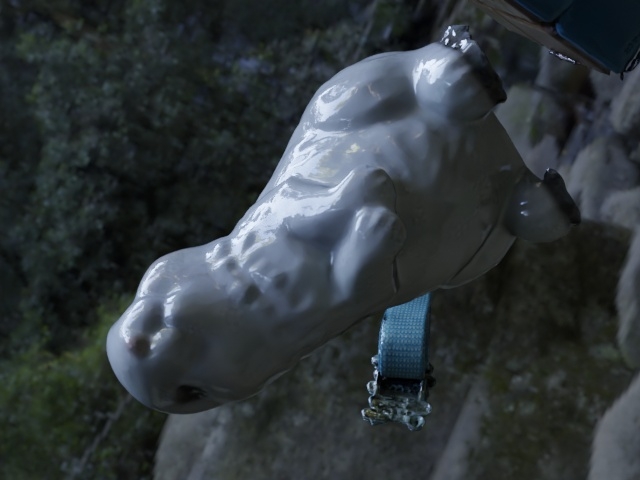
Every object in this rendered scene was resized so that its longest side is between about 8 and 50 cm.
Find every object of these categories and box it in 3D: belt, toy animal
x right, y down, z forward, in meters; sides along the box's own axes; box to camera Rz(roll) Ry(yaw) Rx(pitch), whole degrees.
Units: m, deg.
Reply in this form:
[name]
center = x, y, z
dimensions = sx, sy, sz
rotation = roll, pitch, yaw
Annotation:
[belt]
center = 0.085, 0.091, 1.184
dimensions = 0.179, 0.065, 0.100
rotation = -69, -17, -60
[toy animal]
center = 0.000, 0.000, 0.939
dimensions = 0.357, 0.194, 0.258
rotation = -35, 8, 0

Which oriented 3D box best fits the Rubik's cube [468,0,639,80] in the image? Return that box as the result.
[Rubik's cube]
center = 0.178, -0.298, 0.983
dimensions = 0.231, 0.224, 0.221
rotation = -57, 22, 8
